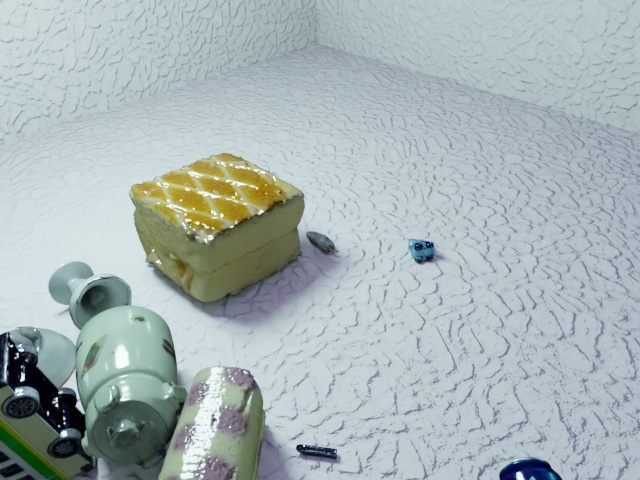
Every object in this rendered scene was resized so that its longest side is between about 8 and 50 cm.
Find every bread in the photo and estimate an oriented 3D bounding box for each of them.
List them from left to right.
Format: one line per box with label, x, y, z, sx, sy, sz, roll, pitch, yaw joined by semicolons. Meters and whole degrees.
bread;-0.198;0.411;1.015;0.155;0.187;0.338;-2;37;5
bread;-0.293;-0.044;1.585;0.390;0.279;0.371;26;43;35

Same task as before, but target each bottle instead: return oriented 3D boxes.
bottle;-0.381;0.309;1.135;0.229;0.229;0.351;-16;30;-17

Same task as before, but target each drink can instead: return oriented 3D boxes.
drink can;0.369;0.475;0.925;0.118;0.118;0.205;-3;36;1

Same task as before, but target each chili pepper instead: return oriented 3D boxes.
chili pepper;0.001;-0.001;1.699;0.050;0.041;0.153;24;12;-43

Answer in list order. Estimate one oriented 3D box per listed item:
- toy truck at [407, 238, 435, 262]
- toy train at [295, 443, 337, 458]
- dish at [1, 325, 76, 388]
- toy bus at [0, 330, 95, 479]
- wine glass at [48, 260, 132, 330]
toy truck;0.290;0.022;1.634;0.073;0.056;0.090;-8;22;-13
toy train;-0.008;0.424;1.119;0.083;0.017;0.017;4;34;10
dish;-0.727;0.284;1.329;0.260;0.085;0.260;-2;35;2
toy bus;-0.572;0.343;1.050;0.179;0.305;0.143;-28;40;-10
wine glass;-0.610;0.141;1.466;0.165;0.164;0.196;-32;38;-34
